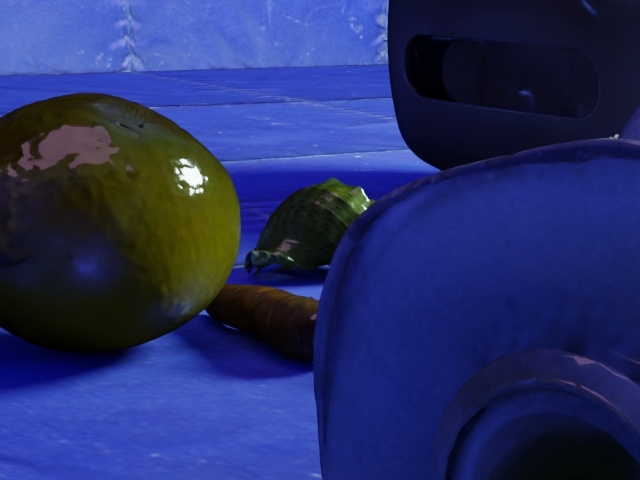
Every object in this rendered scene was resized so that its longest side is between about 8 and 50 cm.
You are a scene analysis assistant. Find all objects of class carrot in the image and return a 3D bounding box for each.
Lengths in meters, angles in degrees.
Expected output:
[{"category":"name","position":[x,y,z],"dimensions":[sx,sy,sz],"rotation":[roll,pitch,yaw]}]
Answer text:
[{"category":"carrot","position":[-0.033,0.042,1.029],"dimensions":[0.035,0.036,0.165],"rotation":[-4,9,-25]}]

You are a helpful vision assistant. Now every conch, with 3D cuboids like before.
[{"category":"conch","position":[0.000,0.000,1.226],"dimensions":[0.121,0.074,0.089],"rotation":[-23,-12,-25]}]

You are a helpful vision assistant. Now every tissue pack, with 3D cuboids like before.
[{"category":"tissue pack","position":[0.235,-0.159,1.516],"dimensions":[0.277,0.267,0.387],"rotation":[-10,16,-37]}]

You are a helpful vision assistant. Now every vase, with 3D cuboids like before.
[{"category":"vase","position":[0.178,0.022,0.640],"dimensions":[0.250,0.250,0.445],"rotation":[7,16,32]}]

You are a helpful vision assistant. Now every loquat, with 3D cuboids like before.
[{"category":"loquat","position":[-0.130,-0.009,0.983],"dimensions":[0.152,0.152,0.195],"rotation":[7,0,31]}]
